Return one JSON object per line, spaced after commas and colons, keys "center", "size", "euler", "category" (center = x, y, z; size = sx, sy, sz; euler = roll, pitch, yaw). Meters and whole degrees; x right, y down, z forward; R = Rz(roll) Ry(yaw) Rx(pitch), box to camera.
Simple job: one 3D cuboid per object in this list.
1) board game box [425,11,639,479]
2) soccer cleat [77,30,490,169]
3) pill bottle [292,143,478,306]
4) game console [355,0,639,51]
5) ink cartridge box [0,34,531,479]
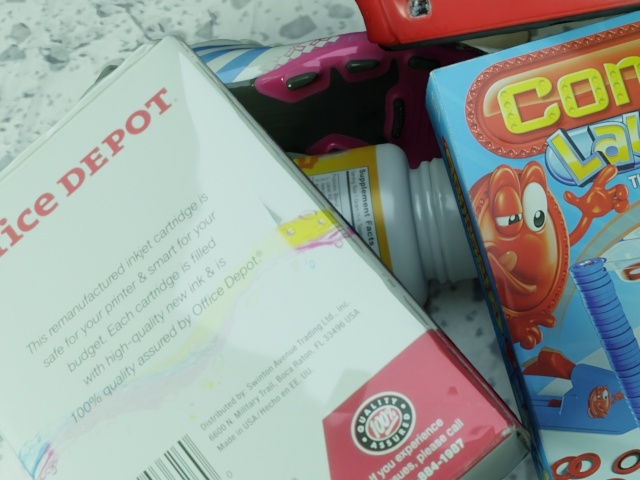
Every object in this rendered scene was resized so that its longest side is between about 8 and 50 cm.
{"center": [0.251, 0.007, 0.815], "size": [0.308, 0.086, 0.302], "euler": [-17, 81, 2], "category": "board game box"}
{"center": [-0.019, -0.111, 1.021], "size": [0.331, 0.116, 0.143], "euler": [-4, 29, -1], "category": "soccer cleat"}
{"center": [0.000, 0.000, 0.934], "size": [0.215, 0.117, 0.117], "euler": [-9, 54, 6], "category": "pill bottle"}
{"center": [0.244, -0.201, 0.870], "size": [0.342, 0.060, 0.386], "euler": [-25, 16, -37], "category": "game console"}
{"center": [-0.061, 0.070, 0.793], "size": [0.226, 0.131, 0.306], "euler": [-40, 69, 2], "category": "ink cartridge box"}
